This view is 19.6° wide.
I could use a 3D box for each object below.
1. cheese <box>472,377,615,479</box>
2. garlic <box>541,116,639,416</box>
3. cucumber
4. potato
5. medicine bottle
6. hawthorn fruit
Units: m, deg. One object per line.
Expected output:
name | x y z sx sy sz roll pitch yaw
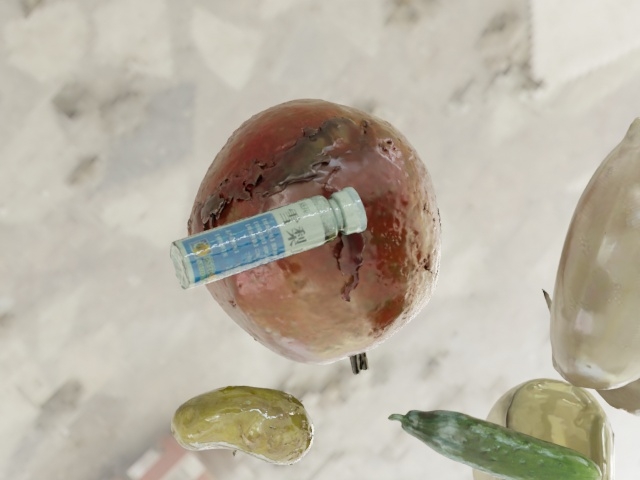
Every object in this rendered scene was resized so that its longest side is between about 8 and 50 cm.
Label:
cheese | 0.237 0.287 2.020 0.127 0.266 0.233 10 136 -3
garlic | 0.287 0.058 1.808 0.231 0.246 0.340 -13 149 -34
cucumber | 0.121 0.146 1.286 0.037 0.155 0.037 17 90 -86
potato | -0.074 0.174 1.772 0.091 0.138 0.070 36 62 -86
medicine bottle | -0.050 -0.003 1.797 0.191 0.051 0.051 -18 137 -15
hawthorn fruit | -0.006 -0.016 2.031 0.316 0.316 0.316 -30 141 -27
